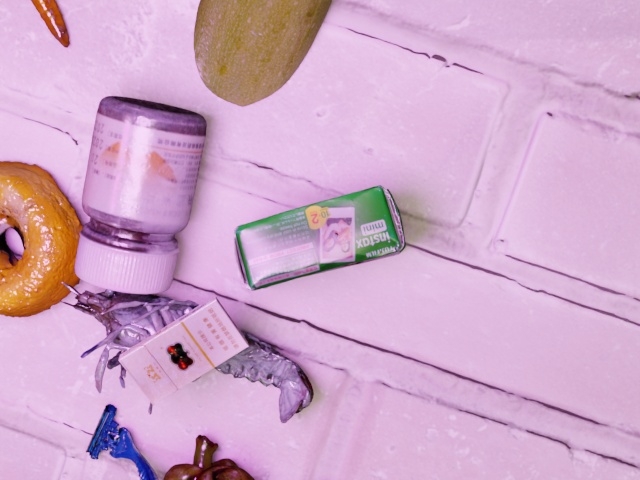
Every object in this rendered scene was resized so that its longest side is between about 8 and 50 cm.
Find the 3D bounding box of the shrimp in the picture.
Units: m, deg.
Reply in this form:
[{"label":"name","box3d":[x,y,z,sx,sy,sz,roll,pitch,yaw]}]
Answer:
[{"label":"shrimp","box3d":[-0.208,0.172,1.502,0.411,0.166,0.221,14,132,-16]}]

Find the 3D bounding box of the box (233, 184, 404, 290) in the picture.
[{"label":"box","box3d":[0.000,0.000,1.446,0.250,0.180,0.103,-17,87,5]}]

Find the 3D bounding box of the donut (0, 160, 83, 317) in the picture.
[{"label":"donut","box3d":[-0.491,0.001,1.516,0.253,0.118,0.253,0,89,14]}]

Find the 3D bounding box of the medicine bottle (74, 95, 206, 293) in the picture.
[{"label":"medicine bottle","box3d":[-0.272,-0.069,1.457,0.165,0.165,0.273,12,99,2]}]

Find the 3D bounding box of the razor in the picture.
[{"label":"razor","box3d":[-0.270,0.372,1.491,0.056,0.324,0.093,16,102,-38]}]

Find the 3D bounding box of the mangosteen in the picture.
[{"label":"mangosteen","box3d":[-0.177,0.431,1.530,0.211,0.211,0.250,-13,71,6]}]

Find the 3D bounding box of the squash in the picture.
[{"label":"squash","box3d":[-0.085,-0.357,1.469,0.189,0.189,0.260,26,136,-1]}]

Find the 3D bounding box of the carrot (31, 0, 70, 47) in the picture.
[{"label":"carrot","box3d":[-0.446,-0.410,1.468,0.061,0.061,0.256,-31,99,8]}]

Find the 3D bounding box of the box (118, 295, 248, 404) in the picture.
[{"label":"box","box3d":[-0.198,0.160,1.410,0.167,0.024,0.090,-32,109,2]}]
